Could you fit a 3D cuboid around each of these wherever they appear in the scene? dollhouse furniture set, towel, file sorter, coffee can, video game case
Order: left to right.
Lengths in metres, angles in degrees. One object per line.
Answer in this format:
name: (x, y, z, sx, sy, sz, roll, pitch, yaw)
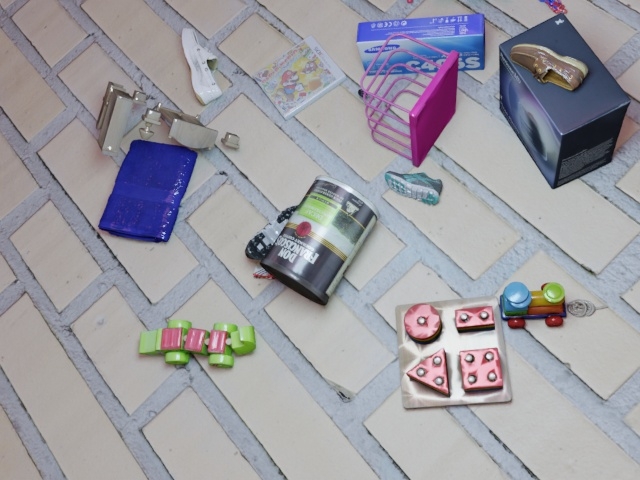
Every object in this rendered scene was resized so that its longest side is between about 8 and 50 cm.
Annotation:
towel: (-0.510, -0.146, 1.967, 0.228, 0.076, 0.308, 11, 72, 11)
dollhouse furniture set: (-0.469, -0.316, 1.978, 0.303, 0.356, 0.173, 45, 117, 55)
video game case: (-0.067, -0.502, 2.011, 0.227, 0.026, 0.206, -35, 64, 0)
coffee can: (0.000, 0.000, 1.698, 0.201, 0.201, 0.275, 27, 77, 23)
file sorter: (0.230, -0.370, 1.724, 0.182, 0.290, 0.202, 31, 79, 18)

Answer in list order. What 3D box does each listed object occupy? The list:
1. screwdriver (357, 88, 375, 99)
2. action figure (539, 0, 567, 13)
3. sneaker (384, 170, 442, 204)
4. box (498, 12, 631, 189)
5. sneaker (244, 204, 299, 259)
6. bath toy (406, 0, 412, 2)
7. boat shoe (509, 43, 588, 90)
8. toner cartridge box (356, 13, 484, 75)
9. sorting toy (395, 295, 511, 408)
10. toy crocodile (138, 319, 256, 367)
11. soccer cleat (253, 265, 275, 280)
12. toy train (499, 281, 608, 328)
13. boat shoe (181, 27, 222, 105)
screwdriver: (0.130, -0.412, 1.867, 0.025, 0.170, 0.024, -1, 110, -5)
action figure: (0.666, -0.688, 1.891, 0.038, 0.030, 0.115, -38, 66, -8)
sneaker: (0.256, -0.157, 1.779, 0.166, 0.065, 0.076, 25, 61, 19)
box: (0.585, -0.337, 1.626, 0.183, 0.294, 0.296, -26, 64, 3)
sneaker: (-0.122, -0.022, 1.805, 0.234, 0.106, 0.078, -39, 96, -26)
bath toy: (0.390, -0.780, 1.952, 0.348, 0.151, 0.129, 4, 105, 17)
boat shoe: (0.504, -0.389, 1.471, 0.178, 0.064, 0.060, 28, 79, 22)
toner cartridge box: (0.288, -0.551, 1.861, 0.348, 0.165, 0.075, 1, 69, 16)
sorting toy: (0.311, 0.261, 1.573, 0.256, 0.089, 0.257, -7, 68, 12)
toy crocodile: (-0.328, 0.267, 1.730, 0.341, 0.105, 0.115, 0, 69, 15)
soccer cleat: (-0.146, 0.088, 1.796, 0.083, 0.029, 0.035, 4, 74, 21)
toy train: (0.548, 0.136, 1.529, 0.248, 0.143, 0.105, -5, 68, 13)
boat shoe: (-0.369, -0.562, 2.080, 0.096, 0.098, 0.277, -19, 75, 6)
